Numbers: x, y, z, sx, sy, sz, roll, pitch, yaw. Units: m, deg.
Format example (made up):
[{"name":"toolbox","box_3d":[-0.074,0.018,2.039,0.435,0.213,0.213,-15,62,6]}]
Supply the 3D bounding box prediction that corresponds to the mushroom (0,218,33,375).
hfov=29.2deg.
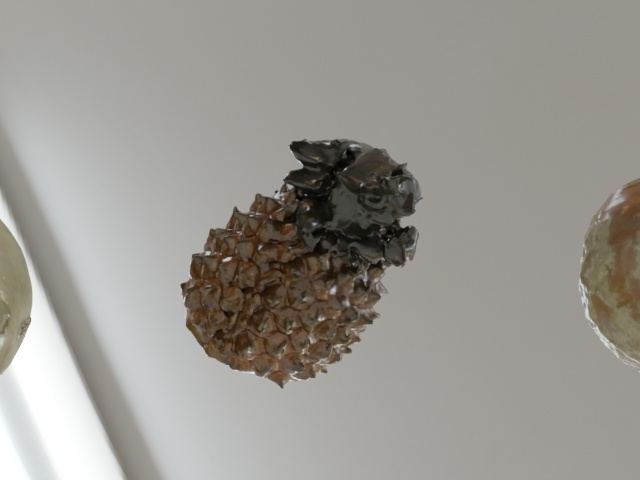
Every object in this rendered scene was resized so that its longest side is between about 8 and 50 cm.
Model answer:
[{"name":"mushroom","box_3d":[-0.488,0.022,1.358,0.315,0.315,0.356,-17,-82,21]}]

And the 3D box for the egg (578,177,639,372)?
[{"name":"egg","box_3d":[0.373,0.042,1.307,0.195,0.195,0.233,-15,-82,21]}]

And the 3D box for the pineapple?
[{"name":"pineapple","box_3d":[0.000,-0.001,1.373,0.223,0.223,0.357,46,-48,9]}]
